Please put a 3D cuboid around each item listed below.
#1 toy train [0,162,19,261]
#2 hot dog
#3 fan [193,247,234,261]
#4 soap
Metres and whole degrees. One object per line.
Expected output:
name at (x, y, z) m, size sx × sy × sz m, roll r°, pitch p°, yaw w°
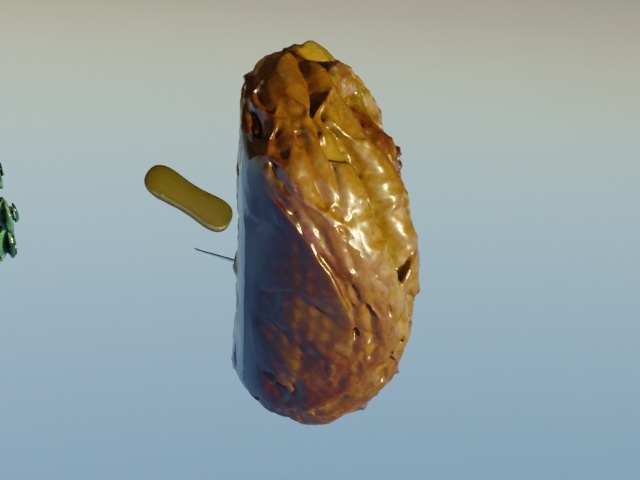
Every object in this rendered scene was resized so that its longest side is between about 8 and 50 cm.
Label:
toy train at (-0.255, -0.041, 1.372) m, size 0.038 × 0.148 × 0.071 m, roll -27°, pitch -131°, yaw -25°
hot dog at (-0.002, 0.002, 1.036) m, size 0.099 × 0.227 × 0.160 m, roll 0°, pitch -132°, yaw -8°
fan at (-0.116, 0.018, 2.128) m, size 0.060 × 0.003 × 0.080 m, roll 18°, pitch 177°, yaw -5°
soap at (-0.121, -0.039, 1.710) m, size 0.089 × 0.034 × 0.012 m, roll 33°, pitch 154°, yaw -5°
